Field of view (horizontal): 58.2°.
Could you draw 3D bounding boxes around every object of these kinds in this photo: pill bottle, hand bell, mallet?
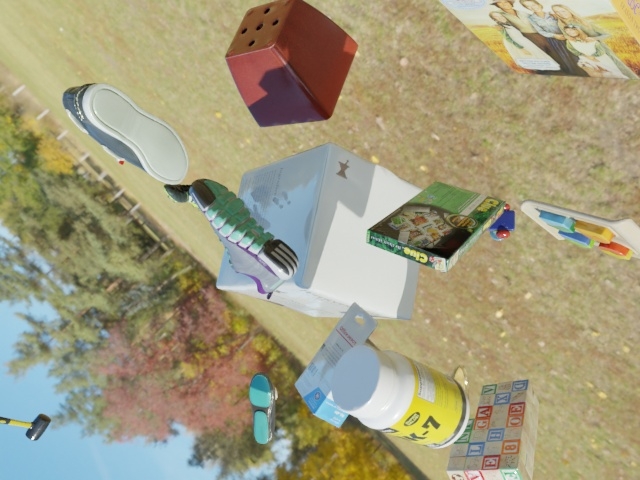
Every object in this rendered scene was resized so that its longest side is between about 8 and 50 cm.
[{"bbox_3d":[0.123,0.238,0.881,0.208,0.119,0.119,29,179,-34],"label":"pill bottle"},{"bbox_3d":[0.180,0.317,1.217,0.241,0.126,0.126,-1,142,30],"label":"hand bell"},{"bbox_3d":[-0.756,0.449,1.397,0.039,0.062,0.189,30,-178,41],"label":"mallet"}]

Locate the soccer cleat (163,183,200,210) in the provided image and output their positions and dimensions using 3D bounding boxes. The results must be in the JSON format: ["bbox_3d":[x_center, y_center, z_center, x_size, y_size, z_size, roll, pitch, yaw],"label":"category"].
[{"bbox_3d":[-0.346,-0.129,1.531,0.060,0.072,0.179,58,-164,21],"label":"soccer cleat"}]

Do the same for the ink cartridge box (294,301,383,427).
[{"bbox_3d":[0.044,0.205,0.967,0.060,0.180,0.104,35,-179,-25],"label":"ink cartridge box"}]

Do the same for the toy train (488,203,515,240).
[{"bbox_3d":[0.474,-0.049,1.801,0.247,0.105,0.143,1,166,14],"label":"toy train"}]

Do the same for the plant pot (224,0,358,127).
[{"bbox_3d":[-0.098,-0.493,1.559,0.267,0.268,0.235,3,154,38],"label":"plant pot"}]

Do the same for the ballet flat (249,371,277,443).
[{"bbox_3d":[-0.145,0.424,1.492,0.074,0.074,0.203,25,119,59],"label":"ballet flat"}]

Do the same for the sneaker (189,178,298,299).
[{"bbox_3d":[-0.144,0.001,0.942,0.223,0.098,0.083,44,-147,5],"label":"sneaker"}]

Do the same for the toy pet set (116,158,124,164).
[{"bbox_3d":[-0.569,-0.290,1.621,0.065,0.114,0.122,6,123,24],"label":"toy pet set"}]

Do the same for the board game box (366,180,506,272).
[{"bbox_3d":[0.195,-0.032,0.937,0.136,0.259,0.031,20,122,29],"label":"board game box"}]

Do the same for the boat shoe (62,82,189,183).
[{"bbox_3d":[-0.379,-0.213,1.153,0.091,0.115,0.302,11,157,28],"label":"boat shoe"}]

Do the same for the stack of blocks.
[{"bbox_3d":[0.435,0.485,1.428,0.171,0.297,0.087,-17,110,33],"label":"stack of blocks"}]

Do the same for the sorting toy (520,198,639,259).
[{"bbox_3d":[0.506,-0.013,1.085,0.193,0.038,0.208,27,175,-38],"label":"sorting toy"}]

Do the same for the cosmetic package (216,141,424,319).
[{"bbox_3d":[0.000,0.000,1.418,0.329,0.328,0.393,21,163,-33],"label":"cosmetic package"}]

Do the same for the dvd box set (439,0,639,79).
[{"bbox_3d":[0.359,-0.387,0.946,0.420,0.062,0.307,20,-178,-42],"label":"dvd box set"}]
